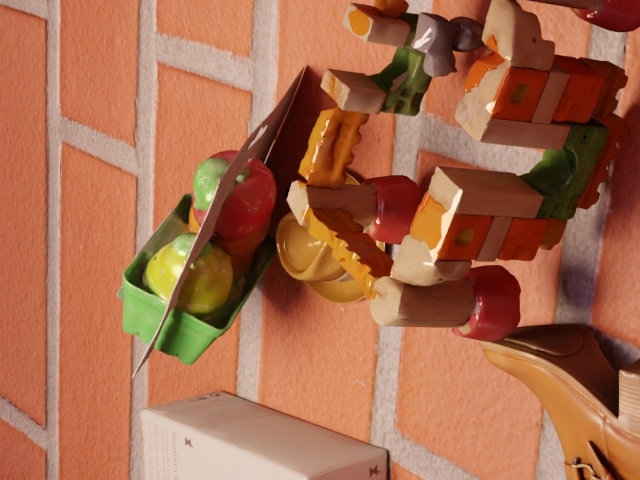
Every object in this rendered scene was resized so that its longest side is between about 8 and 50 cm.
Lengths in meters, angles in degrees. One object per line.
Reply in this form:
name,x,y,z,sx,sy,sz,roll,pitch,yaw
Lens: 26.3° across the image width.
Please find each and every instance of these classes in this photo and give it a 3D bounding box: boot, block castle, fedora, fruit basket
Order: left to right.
fruit basket,-0.141,-0.029,1.790,0.165,0.327,0.353,23,127,5
fedora,0.000,0.000,1.790,0.194,0.079,0.194,15,111,47
block castle,0.164,-0.142,1.462,0.303,0.213,0.453,48,127,48
boot,0.288,0.214,1.493,0.283,0.109,0.220,13,113,41

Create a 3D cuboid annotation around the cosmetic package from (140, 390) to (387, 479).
cosmetic package,-0.084,0.363,1.923,0.385,0.156,0.217,10,105,50
